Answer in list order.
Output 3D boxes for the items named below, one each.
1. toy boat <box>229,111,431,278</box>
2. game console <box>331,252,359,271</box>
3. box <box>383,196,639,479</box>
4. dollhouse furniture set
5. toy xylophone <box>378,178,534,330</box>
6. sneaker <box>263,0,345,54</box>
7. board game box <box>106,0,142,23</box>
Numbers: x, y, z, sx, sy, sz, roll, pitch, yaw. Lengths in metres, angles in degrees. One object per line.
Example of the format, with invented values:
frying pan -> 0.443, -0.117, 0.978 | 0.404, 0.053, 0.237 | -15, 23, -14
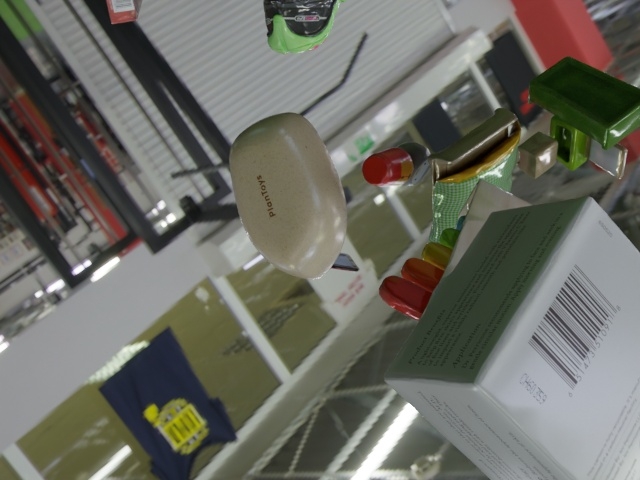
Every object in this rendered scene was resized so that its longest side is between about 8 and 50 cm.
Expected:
toy boat -> 0.014, -0.082, 1.324 | 0.318, 0.267, 0.148 | -14, -178, 33
game console -> 0.000, 0.000, 1.495 | 0.085, 0.124, 0.144 | -22, -169, -2
box -> 0.181, 0.094, 0.668 | 0.181, 0.182, 0.119 | -53, -161, -22
dollhouse furniture set -> 0.314, -0.096, 1.241 | 0.301, 0.197, 0.151 | -35, -128, -18
toy xylophone -> 0.211, 0.046, 0.882 | 0.322, 0.236, 0.081 | -40, 158, -56
sneaker -> -0.022, -0.654, 2.027 | 0.185, 0.202, 0.483 | -1, -130, 16
board game box -> -0.199, -0.318, 0.838 | 0.027, 0.145, 0.281 | -9, -152, -4
